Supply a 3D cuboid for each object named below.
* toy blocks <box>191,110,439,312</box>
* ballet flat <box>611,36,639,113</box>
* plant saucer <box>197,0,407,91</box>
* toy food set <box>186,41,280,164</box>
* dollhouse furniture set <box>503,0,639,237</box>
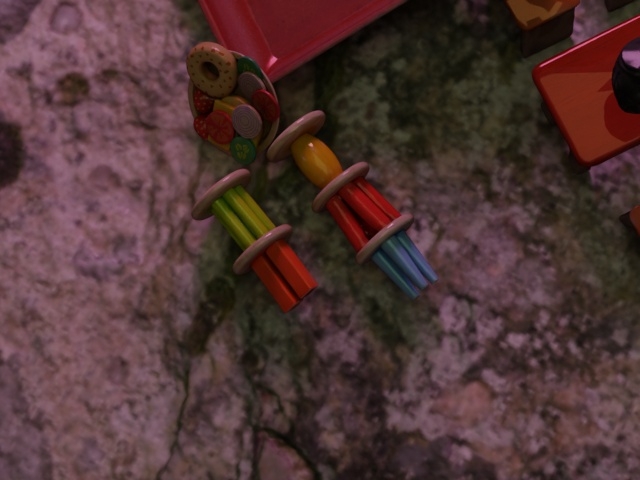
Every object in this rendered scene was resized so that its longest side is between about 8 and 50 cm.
[{"bbox_3d":[0.000,0.000,1.101,0.123,0.054,0.148,-39,80,-7],"label":"toy blocks"},{"bbox_3d":[0.277,-0.113,1.017,0.173,0.049,0.057,-2,55,7],"label":"ballet flat"},{"bbox_3d":[0.006,-0.274,1.129,0.259,0.047,0.258,-30,78,19],"label":"plant saucer"},{"bbox_3d":[-0.063,-0.098,1.118,0.082,0.020,0.083,27,124,22],"label":"toy food set"},{"bbox_3d":[0.276,-0.139,1.080,0.259,0.135,0.262,-27,78,-4],"label":"dollhouse furniture set"}]
